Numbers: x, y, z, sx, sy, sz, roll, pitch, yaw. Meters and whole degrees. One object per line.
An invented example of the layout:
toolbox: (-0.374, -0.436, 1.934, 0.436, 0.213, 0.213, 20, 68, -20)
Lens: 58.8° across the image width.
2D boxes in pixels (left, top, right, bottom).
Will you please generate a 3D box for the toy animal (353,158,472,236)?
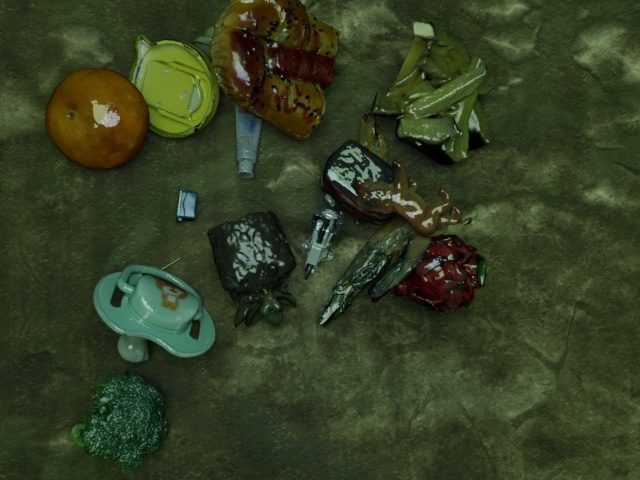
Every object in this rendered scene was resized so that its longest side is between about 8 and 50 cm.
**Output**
toy animal: (0.231, -0.091, 1.488, 0.312, 0.097, 0.157, 35, 82, 12)

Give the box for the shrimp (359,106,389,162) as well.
shrimp: (0.159, -0.314, 1.732, 0.101, 0.042, 0.190, -3, 81, -24)

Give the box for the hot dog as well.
hot dog: (-0.123, -0.509, 1.572, 0.366, 0.196, 0.367, 20, 79, -41)

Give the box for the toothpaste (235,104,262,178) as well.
toothpaste: (-0.218, -0.304, 1.704, 0.089, 0.057, 0.234, 3, 76, -5)

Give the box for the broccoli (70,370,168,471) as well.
broccoli: (-0.549, 0.487, 1.500, 0.269, 0.269, 0.254, -20, 79, -6)

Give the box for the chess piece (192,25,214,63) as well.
chess piece: (-0.213, -0.634, 1.693, 0.182, 0.182, 0.330, 37, 76, 2)

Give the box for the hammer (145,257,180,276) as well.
hammer: (-0.457, 0.080, 1.653, 0.110, 0.019, 0.035, -32, 85, -9)

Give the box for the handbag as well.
handbag: (0.120, -0.152, 1.632, 0.254, 0.181, 0.181, 34, 81, -1)

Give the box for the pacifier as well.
pacifier: (-0.467, 0.221, 1.554, 0.343, 0.288, 0.269, 31, 116, -20)

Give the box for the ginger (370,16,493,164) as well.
ginger: (0.354, -0.426, 1.626, 0.358, 0.211, 0.413, -40, 94, -23)

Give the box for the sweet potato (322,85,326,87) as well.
sweet potato: (0.011, -0.523, 1.752, 0.049, 0.049, 0.117, 10, 71, -2)

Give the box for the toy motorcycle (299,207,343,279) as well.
toy motorcycle: (0.000, 0.000, 1.613, 0.102, 0.221, 0.150, 22, 37, 3)

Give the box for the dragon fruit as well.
dragon fruit: (0.315, 0.093, 1.598, 0.293, 0.234, 0.233, -14, 83, 10)

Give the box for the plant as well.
plant: (-0.175, 0.087, 1.570, 0.215, 0.213, 0.312, -15, 84, -8)

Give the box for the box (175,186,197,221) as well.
box: (-0.390, -0.101, 1.656, 0.054, 0.074, 0.099, 6, 82, -13)

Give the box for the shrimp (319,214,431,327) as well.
shrimp: (0.157, 0.091, 1.582, 0.445, 0.272, 0.085, -46, 112, 3)

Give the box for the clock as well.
clock: (-0.427, -0.444, 1.662, 0.294, 0.071, 0.277, 30, 111, 9)

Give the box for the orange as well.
orange: (-0.623, -0.339, 1.587, 0.284, 0.226, 0.283, 1, 93, 11)
